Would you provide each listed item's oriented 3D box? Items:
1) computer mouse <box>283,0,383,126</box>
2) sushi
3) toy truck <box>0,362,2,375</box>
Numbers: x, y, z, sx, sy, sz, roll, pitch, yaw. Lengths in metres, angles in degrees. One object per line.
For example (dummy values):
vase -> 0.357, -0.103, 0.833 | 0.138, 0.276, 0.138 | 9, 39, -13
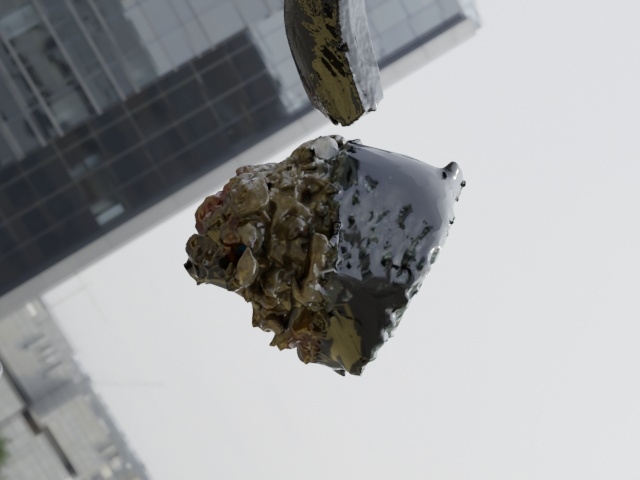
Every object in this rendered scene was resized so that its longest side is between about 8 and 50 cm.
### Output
computer mouse -> 0.005, -0.233, 1.435 | 0.122, 0.073, 0.217 | 18, -54, 60
sushi -> -0.005, -0.003, 1.162 | 0.218, 0.225, 0.238 | 26, -32, 3
toy truck -> -0.472, 0.175, 1.343 | 0.135, 0.270, 0.114 | -30, -87, 36
